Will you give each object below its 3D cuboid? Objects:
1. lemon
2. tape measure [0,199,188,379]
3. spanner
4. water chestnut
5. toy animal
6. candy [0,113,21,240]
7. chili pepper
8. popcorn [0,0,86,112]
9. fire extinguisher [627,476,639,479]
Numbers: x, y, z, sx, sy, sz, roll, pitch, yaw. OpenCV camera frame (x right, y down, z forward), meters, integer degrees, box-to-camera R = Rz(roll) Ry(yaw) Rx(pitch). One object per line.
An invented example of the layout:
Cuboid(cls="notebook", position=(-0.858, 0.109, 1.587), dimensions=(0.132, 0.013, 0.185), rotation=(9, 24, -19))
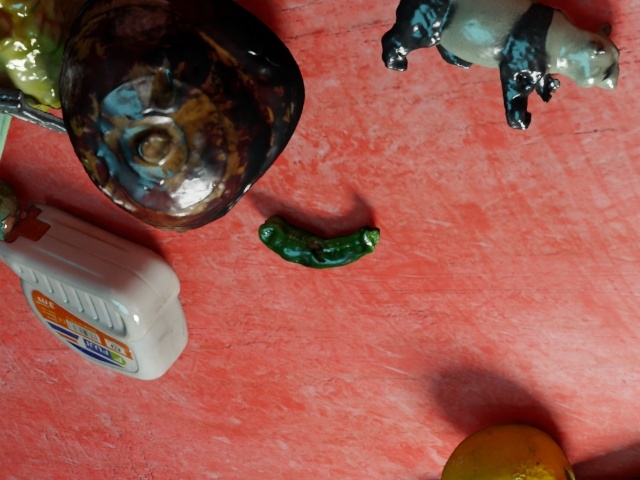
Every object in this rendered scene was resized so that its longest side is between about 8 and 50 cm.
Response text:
Cuboid(cls="lemon", position=(0.251, 0.330, 1.573), dimensions=(0.206, 0.173, 0.173), rotation=(-9, 125, 42))
Cuboid(cls="tape measure", position=(-0.328, 0.077, 1.774), dimensions=(0.258, 0.130, 0.265), rotation=(20, 146, 22))
Cuboid(cls="spanner", position=(-0.310, -0.136, 1.366), dimensions=(0.093, 0.026, 0.325), rotation=(5, 172, 30))
Cuboid(cls="water chestnut", position=(-0.166, -0.153, 1.308), dimensions=(0.244, 0.289, 0.289), rotation=(-10, 124, 48))
Cuboid(cls="toy animal", position=(0.179, -0.191, 1.147), dimensions=(0.225, 0.094, 0.121), rotation=(27, 133, 12))
Cuboid(cls="candy", position=(-0.459, -0.136, 1.678), dimensions=(0.119, 0.119, 0.440), rotation=(32, 135, 4))
Cuboid(cls="chili pepper", position=(0.004, 0.005, 1.511), dimensions=(0.182, 0.050, 0.073), rotation=(1, 125, 32))
Cuboid(cls="popcorn", position=(-0.352, -0.272, 1.340), dimensions=(0.173, 0.225, 0.286), rotation=(1, 169, 22))
Cuboid(cls="fire extinguisher", position=(0.407, 0.383, 1.538), dimensions=(0.106, 0.147, 0.337), rotation=(19, 150, -25))
